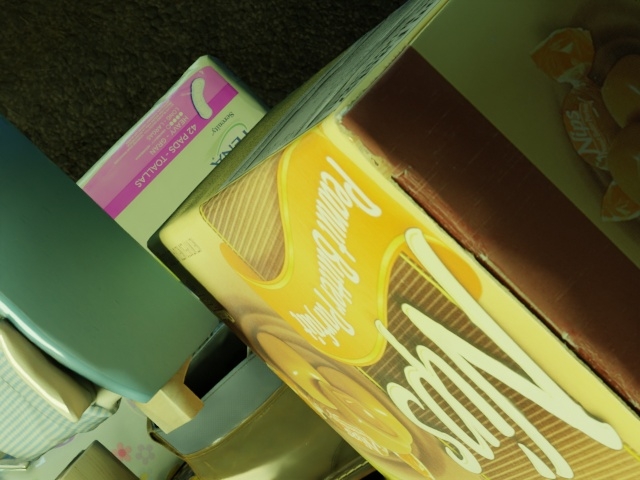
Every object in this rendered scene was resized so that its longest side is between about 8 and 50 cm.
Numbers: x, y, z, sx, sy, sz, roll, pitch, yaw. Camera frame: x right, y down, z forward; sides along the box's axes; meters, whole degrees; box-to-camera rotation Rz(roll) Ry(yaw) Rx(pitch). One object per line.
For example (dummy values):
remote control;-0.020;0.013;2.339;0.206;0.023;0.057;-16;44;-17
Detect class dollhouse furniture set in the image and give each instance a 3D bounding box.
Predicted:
dollhouse furniture set;-0.159;0.125;0.749;0.198;0.303;0.286;-48;7;-27

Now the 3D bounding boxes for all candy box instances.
candy box;0.054;0.020;0.572;0.087;0.183;0.316;-48;7;-14

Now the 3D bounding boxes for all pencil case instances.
pencil case;-0.173;0.160;1.417;0.273;0.124;0.113;-48;7;-26

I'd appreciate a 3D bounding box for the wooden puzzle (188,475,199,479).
wooden puzzle;-0.131;0.216;1.284;0.116;0.014;0.078;-47;6;-11

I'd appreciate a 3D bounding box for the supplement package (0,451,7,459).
supplement package;-0.398;0.265;1.826;0.262;0.204;0.145;-49;8;-23

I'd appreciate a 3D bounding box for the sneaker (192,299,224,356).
sneaker;-0.021;0.038;1.196;0.211;0.080;0.081;-38;-5;-32

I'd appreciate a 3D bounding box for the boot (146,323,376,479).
boot;0.013;0.059;0.865;0.219;0.106;0.082;-47;26;11

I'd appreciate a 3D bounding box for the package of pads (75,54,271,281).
package of pads;-0.131;-0.008;1.719;0.296;0.229;0.101;-46;0;-3
